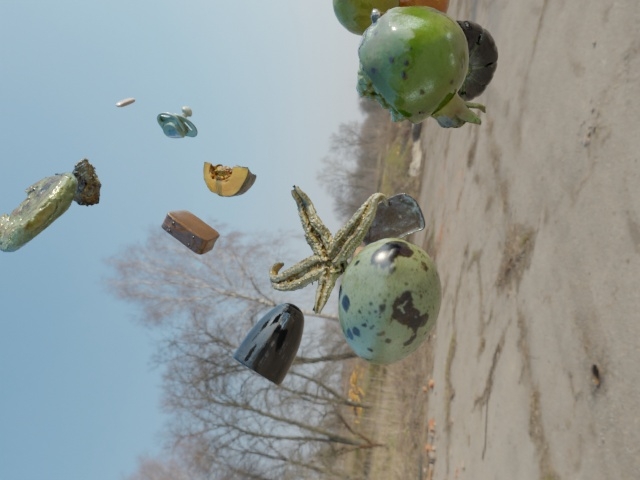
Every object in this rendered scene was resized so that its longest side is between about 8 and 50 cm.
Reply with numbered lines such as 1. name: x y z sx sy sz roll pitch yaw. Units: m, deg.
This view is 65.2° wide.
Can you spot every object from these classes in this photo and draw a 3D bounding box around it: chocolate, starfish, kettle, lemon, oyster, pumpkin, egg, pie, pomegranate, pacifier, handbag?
1. chocolate: 0.265 -0.072 1.858 0.080 0.254 0.157 -13 -101 -62
2. starfish: 0.000 0.000 1.540 0.082 0.324 0.432 3 -65 -52
3. kettle: -0.175 0.375 1.904 0.290 0.207 0.268 -60 1 -17
4. lemon: 0.128 -0.689 1.450 0.248 0.184 0.184 -13 -66 -44
5. oyster: -0.853 -0.211 1.821 0.056 0.105 0.177 -144 65 -65
6. pumpkin: 0.519 -0.690 1.908 0.296 0.295 0.296 7 -90 -83
7. egg: 0.189 0.175 1.413 0.288 0.287 0.379 -72 -1 -59
8. pie: -0.808 -0.087 1.420 0.067 0.302 0.303 49 -142 -36
9. pomegranate: 0.227 -0.371 1.117 0.260 0.340 0.260 -51 14 19
10. pacifier: -0.462 -0.395 1.633 0.127 0.150 0.117 43 -120 -43
11. pumpkin: -0.284 -0.196 1.732 0.163 0.278 0.111 9 -87 -46
12. handbag: -0.475 -0.036 1.848 0.072 0.193 0.151 -60 -8 18

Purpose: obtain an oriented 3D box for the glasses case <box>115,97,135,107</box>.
1. glasses case: -0.789 -0.558 2.023 0.083 0.032 0.021 -41 -34 -39

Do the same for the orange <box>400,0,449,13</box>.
1. orange: 0.306 -0.783 1.697 0.284 0.226 0.284 -56 16 24
